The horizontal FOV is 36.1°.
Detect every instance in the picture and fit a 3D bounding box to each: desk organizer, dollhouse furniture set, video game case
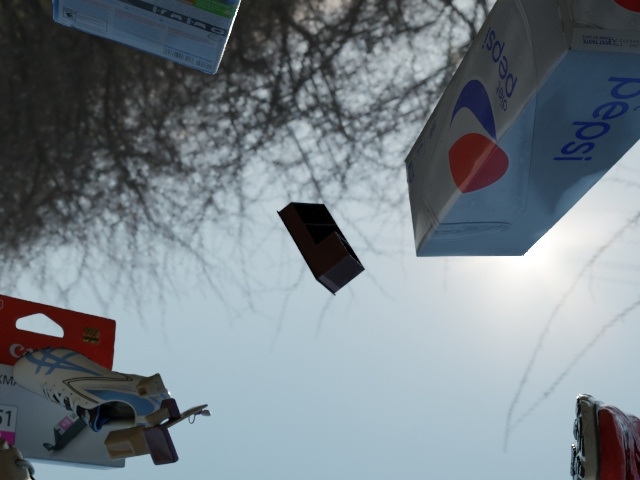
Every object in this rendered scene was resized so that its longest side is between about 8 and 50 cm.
[{"bbox_3d":[0.000,0.000,1.206,0.050,0.047,0.130,-38,-131,8],"label":"desk organizer"},{"bbox_3d":[-0.180,0.186,1.060,0.114,0.091,0.081,-18,-177,39],"label":"dollhouse furniture set"},{"bbox_3d":[-0.108,-0.167,0.620,0.166,0.119,0.015,129,-23,-66],"label":"video game case"}]

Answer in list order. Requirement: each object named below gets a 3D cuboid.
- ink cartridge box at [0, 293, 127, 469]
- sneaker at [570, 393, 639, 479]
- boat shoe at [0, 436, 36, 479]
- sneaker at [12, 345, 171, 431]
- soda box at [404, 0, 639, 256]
[{"bbox_3d":[-0.404,0.202,1.438,0.060,0.239,0.275,-17,154,42],"label":"ink cartridge box"},{"bbox_3d":[0.286,0.192,0.844,0.118,0.107,0.279,1,170,29],"label":"sneaker"},{"bbox_3d":[-0.319,0.240,0.928,0.122,0.341,0.110,-15,-138,57],"label":"boat shoe"},{"bbox_3d":[-0.316,0.204,1.312,0.237,0.085,0.086,11,-136,18],"label":"sneaker"},{"bbox_3d":[0.145,-0.083,0.679,0.098,0.091,0.286,1,156,-13],"label":"soda box"}]
